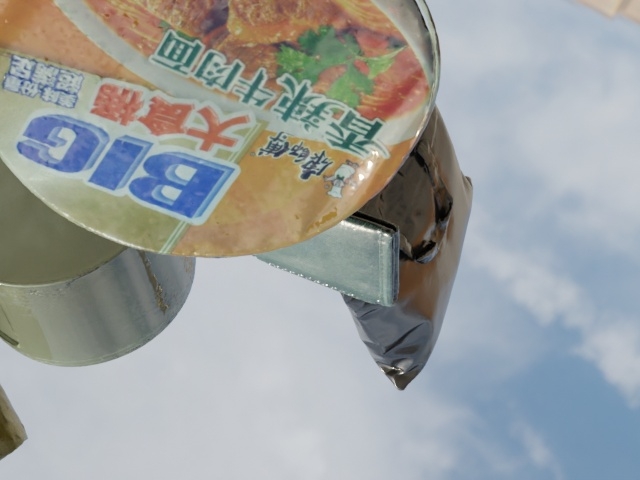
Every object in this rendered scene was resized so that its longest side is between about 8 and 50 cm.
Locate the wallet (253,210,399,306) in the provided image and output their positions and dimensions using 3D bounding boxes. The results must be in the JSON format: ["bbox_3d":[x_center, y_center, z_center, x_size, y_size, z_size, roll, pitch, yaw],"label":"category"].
[{"bbox_3d":[0.000,0.000,1.162,0.129,0.088,0.026,19,-129,19],"label":"wallet"}]

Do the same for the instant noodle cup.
[{"bbox_3d":[-0.072,-0.164,1.020,0.296,0.296,0.214,15,-140,-15],"label":"instant noodle cup"}]

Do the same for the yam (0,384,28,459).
[{"bbox_3d":[-0.380,0.161,1.584,0.107,0.107,0.194,-21,-111,-45],"label":"yam"}]

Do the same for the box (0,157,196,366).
[{"bbox_3d":[-0.244,-0.005,1.525,0.226,0.149,0.226,-5,-128,6],"label":"box"}]

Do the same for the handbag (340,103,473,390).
[{"bbox_3d":[0.086,-0.011,1.510,0.088,0.211,0.254,7,-118,26],"label":"handbag"}]
